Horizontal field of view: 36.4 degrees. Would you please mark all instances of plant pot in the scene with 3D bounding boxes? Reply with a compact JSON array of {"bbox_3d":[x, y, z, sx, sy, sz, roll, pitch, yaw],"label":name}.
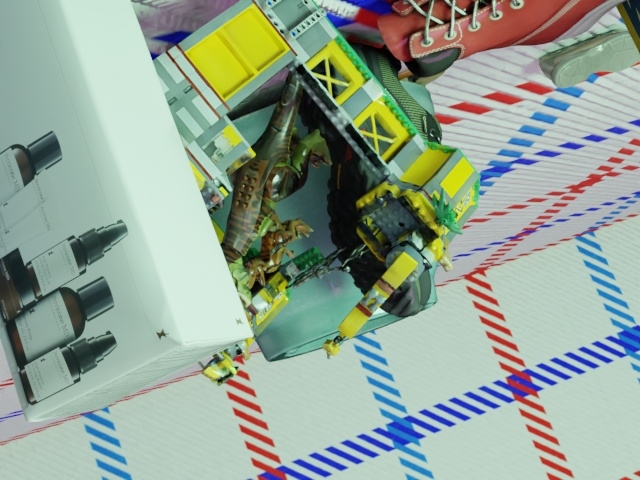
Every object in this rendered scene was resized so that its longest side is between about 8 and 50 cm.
[{"bbox_3d":[0.000,0.000,0.935,0.293,0.196,0.293,-18,171,-3],"label":"plant pot"}]

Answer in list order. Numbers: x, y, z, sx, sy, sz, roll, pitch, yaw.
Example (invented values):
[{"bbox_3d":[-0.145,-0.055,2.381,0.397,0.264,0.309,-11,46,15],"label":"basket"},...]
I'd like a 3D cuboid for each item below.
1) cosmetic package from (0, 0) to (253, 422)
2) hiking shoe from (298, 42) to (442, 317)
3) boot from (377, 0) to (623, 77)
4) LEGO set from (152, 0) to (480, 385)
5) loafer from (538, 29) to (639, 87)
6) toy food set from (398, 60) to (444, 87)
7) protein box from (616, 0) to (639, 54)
[{"bbox_3d":[-0.123,-0.045,0.461,0.099,0.239,0.060,-27,166,23],"label":"cosmetic package"},{"bbox_3d":[0.062,-0.055,0.776,0.114,0.226,0.086,-16,-178,-32],"label":"hiking shoe"},{"bbox_3d":[0.134,-0.185,0.680,0.176,0.088,0.244,-18,171,-12],"label":"boot"},{"bbox_3d":[-0.078,-0.008,0.658,0.331,0.255,0.192,-18,-159,45],"label":"LEGO set"},{"bbox_3d":[0.287,-0.197,1.017,0.125,0.039,0.045,-21,135,-17],"label":"loafer"},{"bbox_3d":[0.085,-0.158,0.866,0.078,0.019,0.122,-16,174,-23],"label":"toy food set"},{"bbox_3d":[0.333,-0.198,0.684,0.201,0.199,0.136,-19,167,-9],"label":"protein box"}]
